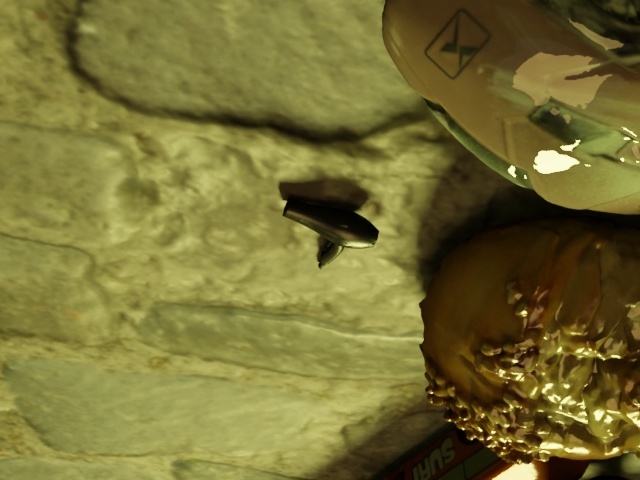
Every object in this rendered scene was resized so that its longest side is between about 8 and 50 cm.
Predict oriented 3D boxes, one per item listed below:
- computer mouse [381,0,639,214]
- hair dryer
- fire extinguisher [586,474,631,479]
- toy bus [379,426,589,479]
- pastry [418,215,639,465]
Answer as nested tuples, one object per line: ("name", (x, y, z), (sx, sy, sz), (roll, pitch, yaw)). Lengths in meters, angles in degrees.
("computer mouse", (0.214, -0.089, 0.838), (0.389, 0.114, 0.199), (19, 138, -23))
("hair dryer", (0.000, 0.000, 0.997), (0.079, 0.031, 0.083), (19, 144, -9))
("fire extinguisher", (0.309, 0.289, 1.228), (0.147, 0.106, 0.337), (-7, 171, 18))
("toy bus", (0.114, 0.278, 1.277), (0.093, 0.092, 0.409), (26, 131, -26))
("pastry", (0.239, 0.093, 1.019), (0.311, 0.161, 0.255), (4, 141, -6))
